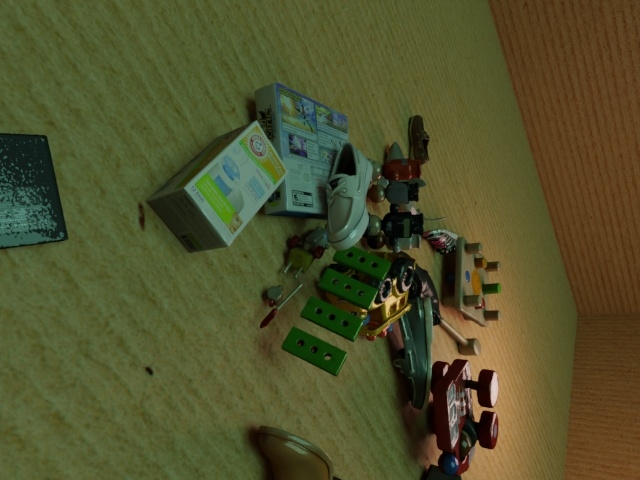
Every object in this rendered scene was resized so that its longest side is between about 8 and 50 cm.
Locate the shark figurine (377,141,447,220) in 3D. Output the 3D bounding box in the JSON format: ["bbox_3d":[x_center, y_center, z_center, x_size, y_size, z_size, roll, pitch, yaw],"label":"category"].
[{"bbox_3d":[0.267,-0.136,1.231,0.278,0.116,0.166,58,45,-22],"label":"shark figurine"}]

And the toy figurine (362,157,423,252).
[{"bbox_3d":[0.167,-0.080,1.033,0.209,0.148,0.213,55,34,-72],"label":"toy figurine"}]

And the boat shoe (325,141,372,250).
[{"bbox_3d":[0.045,-0.097,0.869,0.084,0.095,0.258,47,36,-36],"label":"boat shoe"}]

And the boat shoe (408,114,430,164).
[{"bbox_3d":[0.324,-0.323,1.375,0.064,0.060,0.178,21,67,-47],"label":"boat shoe"}]

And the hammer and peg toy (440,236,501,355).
[{"bbox_3d":[0.516,0.195,1.451,0.265,0.127,0.362,32,59,-43],"label":"hammer and peg toy"}]

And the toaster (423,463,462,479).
[{"bbox_3d":[0.323,0.723,1.124,0.185,0.110,0.168,-38,111,-47],"label":"toaster"}]

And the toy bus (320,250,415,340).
[{"bbox_3d":[0.112,0.144,0.979,0.220,0.149,0.212,-21,115,-48],"label":"toy bus"}]

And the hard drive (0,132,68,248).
[{"bbox_3d":[-0.367,-0.060,0.511,0.094,0.022,0.135,-13,93,-51],"label":"hard drive"}]

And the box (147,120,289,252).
[{"bbox_3d":[-0.159,-0.091,0.706,0.114,0.103,0.203,58,44,-27],"label":"box"}]

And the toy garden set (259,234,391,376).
[{"bbox_3d":[-0.006,0.108,0.814,0.244,0.203,0.049,-58,161,-30],"label":"toy garden set"}]

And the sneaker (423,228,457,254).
[{"bbox_3d":[0.391,0.007,1.381,0.170,0.063,0.075,10,76,-44],"label":"sneaker"}]

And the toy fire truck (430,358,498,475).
[{"bbox_3d":[0.362,0.479,1.144,0.253,0.169,0.303,-18,106,-53],"label":"toy fire truck"}]

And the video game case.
[{"bbox_3d":[-0.021,-0.171,0.910,0.269,0.061,0.245,1,83,-56],"label":"video game case"}]

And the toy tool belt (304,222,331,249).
[{"bbox_3d":[0.000,0.000,0.933,0.083,0.052,0.051,-39,144,-44],"label":"toy tool belt"}]

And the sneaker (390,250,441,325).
[{"bbox_3d":[0.254,0.118,1.186,0.286,0.108,0.130,57,35,-36],"label":"sneaker"}]

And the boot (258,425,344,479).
[{"bbox_3d":[-0.062,0.473,0.729,0.220,0.108,0.284,-54,131,-36],"label":"boot"}]

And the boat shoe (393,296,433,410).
[{"bbox_3d":[0.243,0.301,1.135,0.116,0.098,0.320,-61,150,-73],"label":"boat shoe"}]
